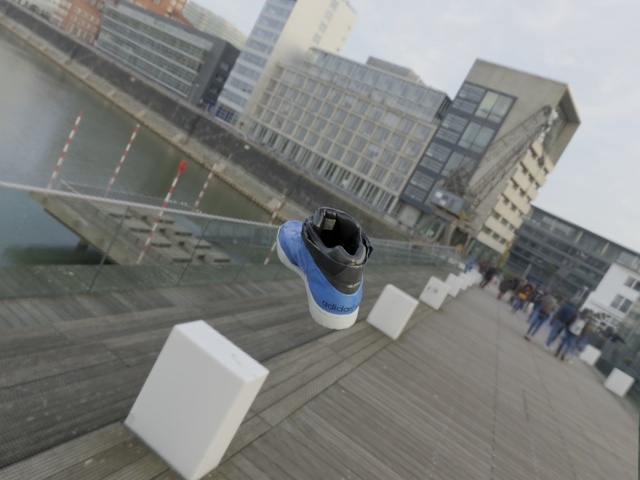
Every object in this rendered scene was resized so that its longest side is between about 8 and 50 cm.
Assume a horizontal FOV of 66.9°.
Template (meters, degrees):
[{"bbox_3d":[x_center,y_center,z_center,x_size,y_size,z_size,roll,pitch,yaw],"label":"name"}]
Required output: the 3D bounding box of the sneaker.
[{"bbox_3d":[0.001,0.000,0.438,0.058,0.085,0.152,2,31,-19],"label":"sneaker"}]

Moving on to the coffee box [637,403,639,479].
[{"bbox_3d":[0.320,0.252,0.422,0.040,0.184,0.113,-1,3,11],"label":"coffee box"}]
